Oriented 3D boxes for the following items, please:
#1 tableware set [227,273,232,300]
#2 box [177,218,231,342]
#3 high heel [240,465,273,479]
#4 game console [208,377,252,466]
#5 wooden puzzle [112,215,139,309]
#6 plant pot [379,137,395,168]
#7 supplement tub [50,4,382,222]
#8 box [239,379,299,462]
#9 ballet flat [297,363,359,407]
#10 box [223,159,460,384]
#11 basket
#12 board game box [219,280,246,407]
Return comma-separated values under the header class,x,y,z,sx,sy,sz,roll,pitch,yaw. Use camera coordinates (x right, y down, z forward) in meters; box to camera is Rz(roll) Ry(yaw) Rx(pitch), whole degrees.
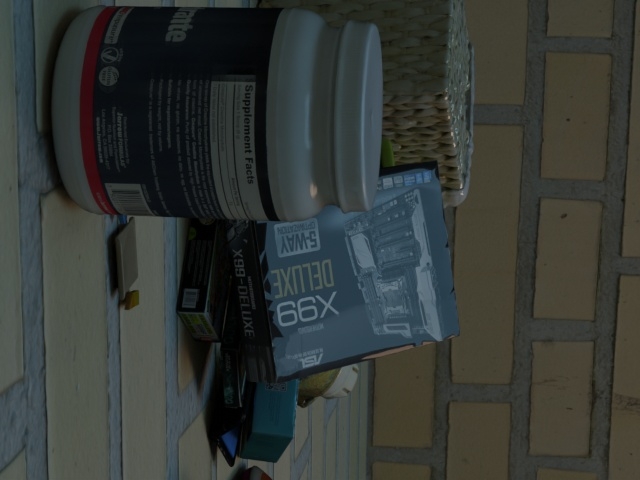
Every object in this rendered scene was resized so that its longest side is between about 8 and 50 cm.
class,x,y,z,sx,sy,sz,roll,pitch,yaw
tableware set,-0.115,0.081,1.917,0.154,0.024,0.104,53,31,-74
box,-0.140,0.014,1.673,0.114,0.036,0.207,74,20,-66
high heel,-0.121,0.475,1.904,0.127,0.181,0.377,46,11,-18
game console,-0.107,0.234,1.828,0.107,0.071,0.122,-36,-149,37
wooden puzzle,-0.200,0.019,1.348,0.078,0.014,0.116,-73,164,-76
plant pot,0.000,0.000,1.944,0.207,0.228,0.227,84,5,-55
supplement tub,-0.087,-0.114,1.182,0.191,0.272,0.191,2,90,-82
box,-0.075,0.254,1.907,0.244,0.060,0.101,112,-16,-70
ballet flat,-0.002,0.203,2.044,0.348,0.123,0.123,139,-44,-74
box,0.030,0.035,1.701,0.076,0.307,0.243,-3,-84,55
basket,0.071,-0.254,2.053,0.266,0.331,0.328,77,17,-55
board game box,-0.106,0.110,1.744,0.126,0.026,0.186,90,5,-47
